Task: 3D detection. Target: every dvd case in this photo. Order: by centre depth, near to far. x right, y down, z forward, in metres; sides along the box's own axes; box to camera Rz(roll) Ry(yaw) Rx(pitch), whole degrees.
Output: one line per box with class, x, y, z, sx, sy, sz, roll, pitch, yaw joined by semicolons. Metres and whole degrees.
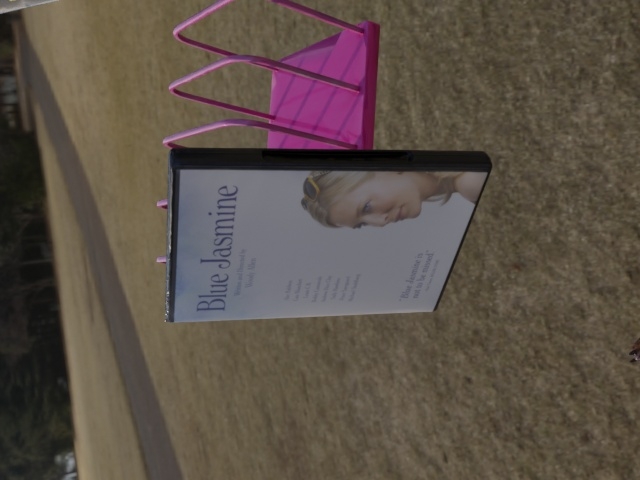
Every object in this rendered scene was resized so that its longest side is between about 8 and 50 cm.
dvd case;0.000;0.000;0.627;0.180;0.252;0.022;102;161;-44

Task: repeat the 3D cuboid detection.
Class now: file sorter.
file sorter;-0.071;-0.106;0.866;0.202;0.182;0.291;-5;80;54

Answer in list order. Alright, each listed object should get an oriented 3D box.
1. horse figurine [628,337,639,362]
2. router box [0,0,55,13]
horse figurine;0.612;0.119;1.191;0.174;0.263;0.066;10;142;36
router box;-0.330;-0.278;0.701;0.133;0.178;0.046;65;-152;-43
